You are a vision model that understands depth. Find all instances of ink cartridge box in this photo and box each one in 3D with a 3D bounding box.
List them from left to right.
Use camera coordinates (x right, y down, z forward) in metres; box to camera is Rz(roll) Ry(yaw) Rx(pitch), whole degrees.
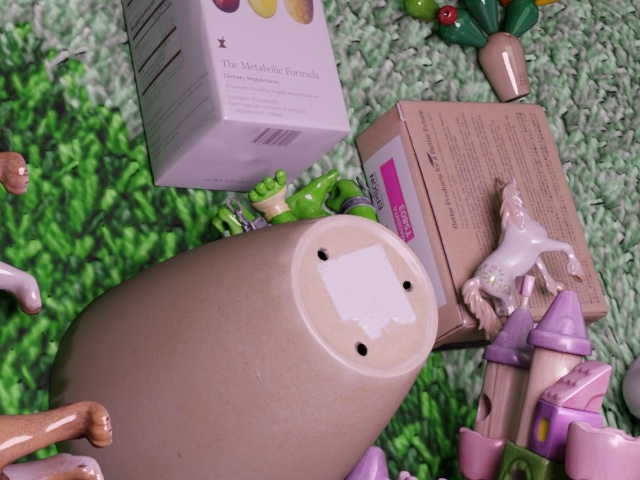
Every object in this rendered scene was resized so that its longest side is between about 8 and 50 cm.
[{"bbox_3d":[0.158,-0.016,1.523,0.193,0.088,0.235,-2,69,-34],"label":"ink cartridge box"}]

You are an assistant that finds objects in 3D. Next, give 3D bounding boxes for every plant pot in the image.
[{"bbox_3d":[-0.039,0.091,1.205,0.256,0.274,0.256,17,57,-27],"label":"plant pot"}]

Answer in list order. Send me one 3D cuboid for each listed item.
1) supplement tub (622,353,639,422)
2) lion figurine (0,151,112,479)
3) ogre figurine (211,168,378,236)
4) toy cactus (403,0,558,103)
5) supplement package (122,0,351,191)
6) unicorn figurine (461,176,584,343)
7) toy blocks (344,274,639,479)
[{"bbox_3d":[0.485,0.206,1.530,0.331,0.241,0.241,52,48,1],"label":"supplement tub"},{"bbox_3d":[-0.298,0.102,1.129,0.240,0.142,0.392,-12,58,-23],"label":"lion figurine"},{"bbox_3d":[0.000,0.000,1.405,0.118,0.097,0.197,53,15,17],"label":"ogre figurine"},{"bbox_3d":[0.191,-0.242,1.673,0.219,0.112,0.180,-16,85,-48],"label":"toy cactus"},{"bbox_3d":[-0.084,-0.182,1.413,0.139,0.134,0.244,2,65,-35],"label":"supplement package"},{"bbox_3d":[0.184,0.015,1.427,0.111,0.060,0.162,46,50,-8],"label":"unicorn figurine"},{"bbox_3d":[0.169,0.161,1.244,0.309,0.288,0.260,12,90,-16],"label":"toy blocks"}]
